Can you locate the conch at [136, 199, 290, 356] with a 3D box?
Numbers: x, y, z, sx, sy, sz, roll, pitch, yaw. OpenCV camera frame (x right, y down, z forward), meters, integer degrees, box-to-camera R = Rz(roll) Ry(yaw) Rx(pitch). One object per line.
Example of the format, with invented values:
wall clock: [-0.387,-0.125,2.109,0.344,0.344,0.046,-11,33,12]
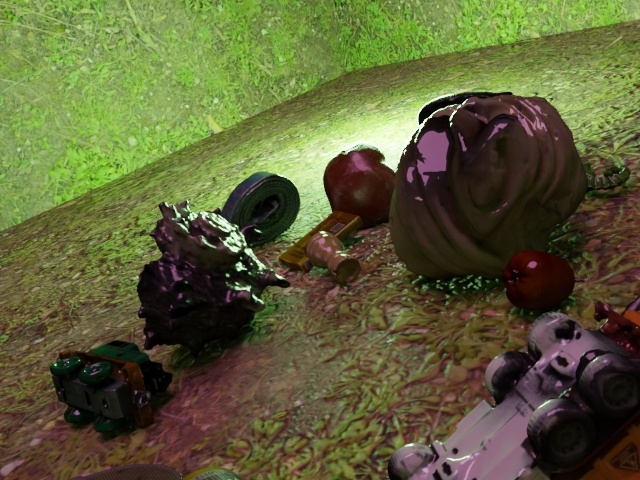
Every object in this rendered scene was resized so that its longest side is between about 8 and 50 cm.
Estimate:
conch: [-0.189,0.045,1.051,0.186,0.240,0.313,-23,24,36]

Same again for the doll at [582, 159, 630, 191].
doll: [0.458,-0.114,1.175,0.115,0.050,0.190,-33,26,-18]

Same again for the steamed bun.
steamed bun: [0.234,-0.094,0.972,0.275,0.206,0.320,17,76,40]

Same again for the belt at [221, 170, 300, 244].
belt: [-0.123,-0.069,1.420,0.082,0.148,0.163,30,95,60]

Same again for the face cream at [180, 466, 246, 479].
face cream: [-0.004,0.277,0.478,0.105,0.105,0.349,-31,24,-32]

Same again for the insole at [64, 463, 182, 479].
insole: [-0.310,0.312,0.789,0.322,0.007,0.109,-11,21,18]

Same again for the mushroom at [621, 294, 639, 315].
mushroom: [0.419,0.122,0.506,0.344,0.130,0.247,-1,52,46]

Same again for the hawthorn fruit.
hawthorn fruit: [0.291,0.054,0.858,0.093,0.081,0.081,7,14,-17]

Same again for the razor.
razor: [0.321,-0.256,1.419,0.204,0.113,0.349,-4,1,16]

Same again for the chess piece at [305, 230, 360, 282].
chess piece: [0.023,0.033,1.153,0.066,0.066,0.122,-23,27,-12]

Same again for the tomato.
tomato: [0.090,-0.128,1.383,0.181,0.155,0.214,-23,22,-2]

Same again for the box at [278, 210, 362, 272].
box: [0.000,0.000,1.264,0.156,0.022,0.089,-41,29,-22]

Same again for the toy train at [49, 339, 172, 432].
toy train: [-0.298,0.201,0.951,0.228,0.091,0.136,-1,16,39]

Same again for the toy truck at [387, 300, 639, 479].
toy truck: [0.171,0.164,0.498,0.270,0.135,0.114,-44,17,4]
